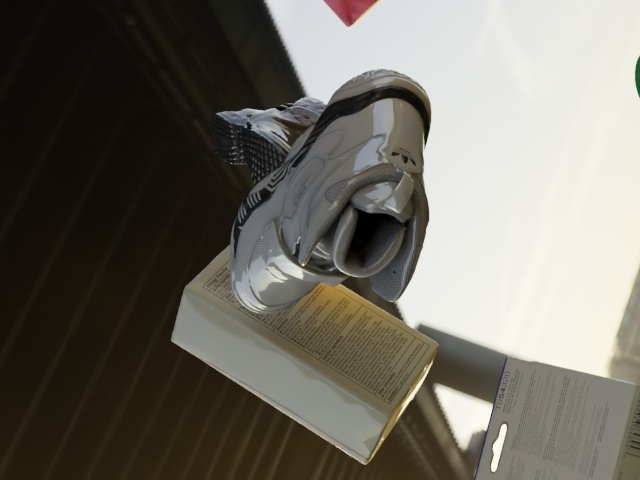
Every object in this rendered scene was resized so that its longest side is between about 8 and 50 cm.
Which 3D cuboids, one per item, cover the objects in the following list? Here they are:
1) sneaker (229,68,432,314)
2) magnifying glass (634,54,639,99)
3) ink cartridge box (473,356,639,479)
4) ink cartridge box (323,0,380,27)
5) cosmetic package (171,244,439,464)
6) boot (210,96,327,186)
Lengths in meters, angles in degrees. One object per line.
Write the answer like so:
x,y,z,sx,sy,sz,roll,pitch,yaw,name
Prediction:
0.000,0.000,1.259,0.366,0.137,0.210,-53,23,35,sneaker
0.488,-0.263,1.592,0.092,0.026,0.231,47,-124,-23,magnifying glass
0.391,0.373,1.906,0.330,0.071,0.324,7,80,64,ink cartridge box
0.015,-0.536,1.602,0.160,0.385,0.279,-35,12,49,ink cartridge box
-0.021,0.134,1.508,0.160,0.309,0.113,-46,-18,-46,cosmetic package
-0.030,-0.173,1.997,0.222,0.338,0.118,-15,-55,-25,boot
